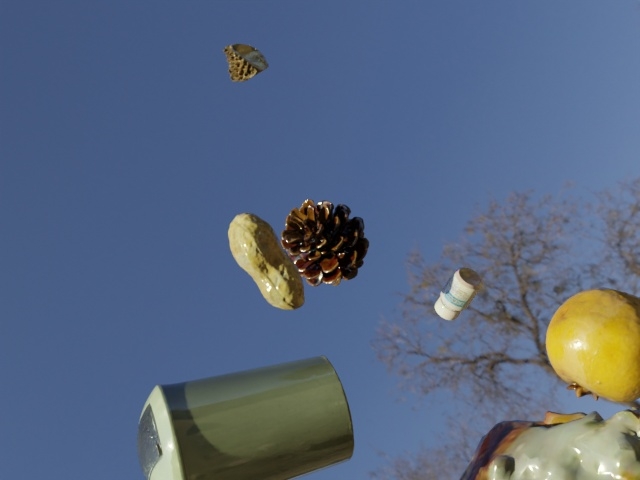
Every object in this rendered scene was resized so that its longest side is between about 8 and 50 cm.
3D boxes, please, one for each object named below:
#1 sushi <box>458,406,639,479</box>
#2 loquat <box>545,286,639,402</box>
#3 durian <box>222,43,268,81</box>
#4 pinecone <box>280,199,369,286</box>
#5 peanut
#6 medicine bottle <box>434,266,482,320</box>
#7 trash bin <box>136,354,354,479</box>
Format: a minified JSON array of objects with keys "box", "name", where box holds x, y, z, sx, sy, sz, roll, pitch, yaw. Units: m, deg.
[{"box":[0.209,0.297,0.507,0.417,0.417,0.176,-52,-51,-8],"name":"sushi"},{"box":[0.504,0.184,1.386,0.208,0.208,0.208,-19,-57,-33],"name":"loquat"},{"box":[-0.123,-0.296,1.274,0.066,0.130,0.052,-21,-57,0],"name":"durian"},{"box":[0.000,0.000,1.760,0.208,0.208,0.207,-19,-57,-33],"name":"pinecone"},{"box":[-0.085,0.034,1.219,0.080,0.174,0.080,-35,-6,-4],"name":"peanut"},{"box":[0.231,0.091,1.331,0.052,0.052,0.089,-10,-39,-37],"name":"medicine bottle"},{"box":[-0.172,0.411,1.683,0.432,0.280,0.280,-11,-60,-18],"name":"trash bin"}]
